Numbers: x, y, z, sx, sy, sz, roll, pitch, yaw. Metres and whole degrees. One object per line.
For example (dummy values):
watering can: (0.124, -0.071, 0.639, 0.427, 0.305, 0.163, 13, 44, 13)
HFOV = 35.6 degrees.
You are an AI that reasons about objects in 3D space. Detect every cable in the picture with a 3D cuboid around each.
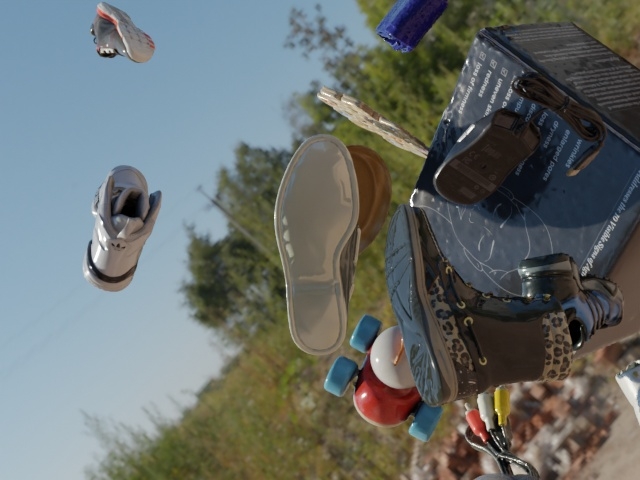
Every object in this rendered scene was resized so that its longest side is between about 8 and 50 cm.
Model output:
cable: (0.350, 0.412, 2.005, 0.139, 0.072, 0.287, -42, 26, 22)

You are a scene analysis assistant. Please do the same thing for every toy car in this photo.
toy car: (0.152, 0.209, 1.811, 0.210, 0.219, 0.238, -55, -12, -35)

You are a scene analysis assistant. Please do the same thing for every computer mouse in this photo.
computer mouse: (0.303, -0.137, 1.506, 0.262, 0.184, 0.060, -52, 19, 39)

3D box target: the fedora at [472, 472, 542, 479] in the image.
fedora: (0.366, 0.535, 1.801, 0.244, 0.275, 0.124, -4, 11, 45)

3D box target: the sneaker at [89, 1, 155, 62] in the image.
sneaker: (-0.284, -0.277, 1.407, 0.061, 0.158, 0.065, 22, -70, -40)

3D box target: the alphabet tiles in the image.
alphabet tiles: (0.127, -0.256, 2.179, 0.284, 0.278, 0.021, 28, -89, -44)

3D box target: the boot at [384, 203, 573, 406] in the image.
boot: (0.178, 0.067, 1.144, 0.179, 0.236, 0.085, -4, -24, -19)

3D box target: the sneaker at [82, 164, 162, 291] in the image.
sneaker: (-0.417, -0.079, 2.172, 0.365, 0.137, 0.210, -90, 24, -46)

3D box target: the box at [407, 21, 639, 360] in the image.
box: (0.472, -0.101, 1.950, 0.297, 0.472, 0.479, -13, -43, -36)

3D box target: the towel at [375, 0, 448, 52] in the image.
towel: (0.221, -0.447, 1.682, 0.308, 0.076, 0.227, -50, 10, 8)

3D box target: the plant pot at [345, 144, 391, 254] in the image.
plant pot: (0.035, -0.069, 1.874, 0.236, 0.032, 0.236, -17, -61, -35)

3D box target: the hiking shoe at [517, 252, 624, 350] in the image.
hiking shoe: (0.401, 0.117, 1.602, 0.113, 0.132, 0.304, -11, -21, 37)

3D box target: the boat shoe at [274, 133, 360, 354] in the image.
boat shoe: (0.000, 0.000, 1.422, 0.099, 0.116, 0.319, -66, -22, -72)

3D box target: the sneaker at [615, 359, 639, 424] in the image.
sneaker: (0.637, 0.300, 1.856, 0.108, 0.169, 0.292, -26, -25, 18)
